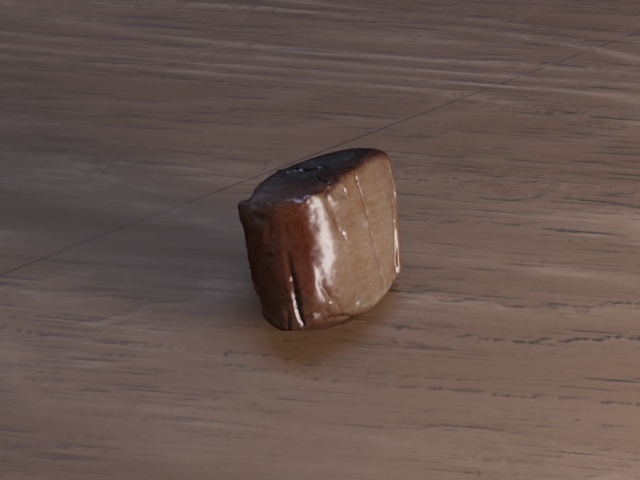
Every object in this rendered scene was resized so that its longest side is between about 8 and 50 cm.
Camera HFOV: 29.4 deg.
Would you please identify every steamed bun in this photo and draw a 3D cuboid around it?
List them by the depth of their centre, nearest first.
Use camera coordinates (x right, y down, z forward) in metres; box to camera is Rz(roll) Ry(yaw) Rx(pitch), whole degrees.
[{"bbox_3d":[0.000,0.000,1.072,0.106,0.145,0.175,2,19,31],"label":"steamed bun"}]
